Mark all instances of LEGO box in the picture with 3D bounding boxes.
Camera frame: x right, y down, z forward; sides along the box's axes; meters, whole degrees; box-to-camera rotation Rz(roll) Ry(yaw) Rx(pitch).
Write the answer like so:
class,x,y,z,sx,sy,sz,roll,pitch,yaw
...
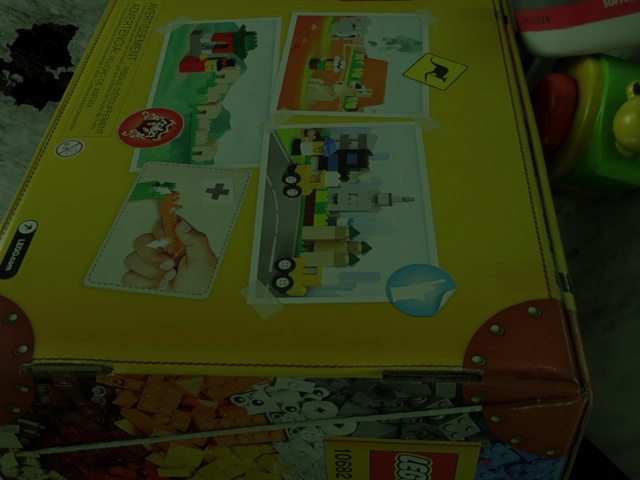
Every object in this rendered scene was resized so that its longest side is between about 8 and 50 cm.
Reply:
class,x,y,z,sx,sy,sz,roll,pitch,yaw
LEGO box,-0.020,-0.036,0.644,0.193,0.373,0.500,86,-174,-46

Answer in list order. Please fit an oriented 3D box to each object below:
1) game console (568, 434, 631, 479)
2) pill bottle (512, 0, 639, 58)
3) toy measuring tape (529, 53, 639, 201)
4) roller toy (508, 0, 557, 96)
class,x,y,z,sx,sy,sz,roll,pitch,yaw
game console,0.158,0.198,0.599,0.361,0.044,0.213,-126,59,-74
pill bottle,0.217,-0.321,0.599,0.176,0.176,0.318,-116,8,-71
toy measuring tape,0.224,-0.097,0.700,0.330,0.121,0.121,173,120,-84
roller toy,0.210,-0.253,0.896,0.209,0.146,0.191,-144,74,-85
